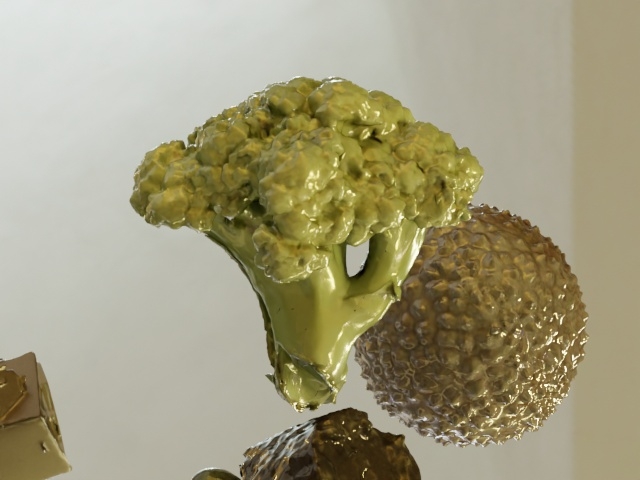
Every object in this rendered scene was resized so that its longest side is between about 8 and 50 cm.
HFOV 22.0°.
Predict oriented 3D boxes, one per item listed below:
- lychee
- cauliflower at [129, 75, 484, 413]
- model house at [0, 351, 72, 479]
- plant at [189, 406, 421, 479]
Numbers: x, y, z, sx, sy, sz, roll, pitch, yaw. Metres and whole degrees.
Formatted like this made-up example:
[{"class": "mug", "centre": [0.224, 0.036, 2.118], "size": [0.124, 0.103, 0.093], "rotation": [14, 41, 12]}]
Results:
[{"class": "lychee", "centre": [0.180, 0.096, 1.889], "size": [0.300, 0.300, 0.300], "rotation": [28, -48, 37]}, {"class": "cauliflower", "centre": [-0.003, -0.020, 1.495], "size": [0.260, 0.327, 0.281], "rotation": [87, -10, -64]}, {"class": "model house", "centre": [-0.336, 0.159, 1.453], "size": [0.248, 0.180, 0.176], "rotation": [118, -47, -86]}, {"class": "plant", "centre": [-0.041, 0.254, 1.459], "size": [0.149, 0.146, 0.274], "rotation": [47, -47, -13]}]
